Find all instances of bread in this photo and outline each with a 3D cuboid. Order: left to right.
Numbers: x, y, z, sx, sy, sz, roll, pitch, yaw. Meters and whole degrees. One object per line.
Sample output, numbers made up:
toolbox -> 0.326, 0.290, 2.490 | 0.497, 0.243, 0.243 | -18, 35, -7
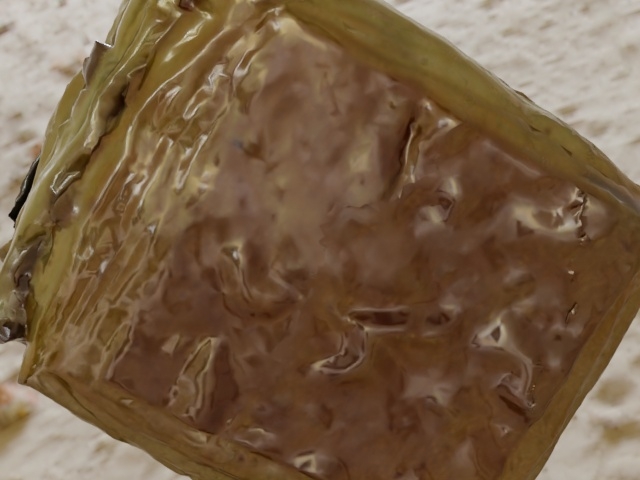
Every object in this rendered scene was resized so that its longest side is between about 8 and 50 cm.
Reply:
bread -> 0.000, 0.000, 0.780 | 0.277, 0.324, 0.167 | -60, 14, 13
